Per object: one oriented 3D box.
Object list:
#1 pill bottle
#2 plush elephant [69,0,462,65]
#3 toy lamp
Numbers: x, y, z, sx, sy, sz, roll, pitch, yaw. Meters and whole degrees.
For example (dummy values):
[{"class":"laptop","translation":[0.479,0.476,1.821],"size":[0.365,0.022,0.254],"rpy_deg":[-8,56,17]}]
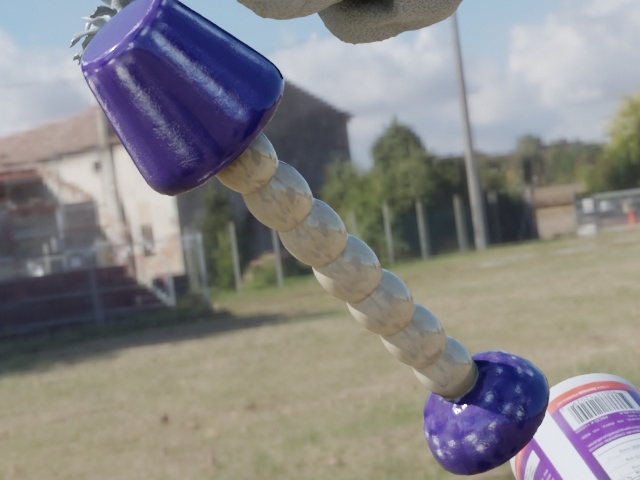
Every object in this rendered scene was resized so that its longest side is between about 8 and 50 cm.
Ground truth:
[{"class":"pill bottle","translation":[0.206,0.180,0.872],"size":[0.108,0.108,0.193],"rpy_deg":[-7,30,-15]},{"class":"plush elephant","translation":[-0.046,-0.241,0.851],"size":[0.272,0.330,0.255],"rpy_deg":[1,12,-43]},{"class":"toy lamp","translation":[0.000,0.000,0.628],"size":[0.080,0.274,0.080],"rpy_deg":[-32,28,19]}]
